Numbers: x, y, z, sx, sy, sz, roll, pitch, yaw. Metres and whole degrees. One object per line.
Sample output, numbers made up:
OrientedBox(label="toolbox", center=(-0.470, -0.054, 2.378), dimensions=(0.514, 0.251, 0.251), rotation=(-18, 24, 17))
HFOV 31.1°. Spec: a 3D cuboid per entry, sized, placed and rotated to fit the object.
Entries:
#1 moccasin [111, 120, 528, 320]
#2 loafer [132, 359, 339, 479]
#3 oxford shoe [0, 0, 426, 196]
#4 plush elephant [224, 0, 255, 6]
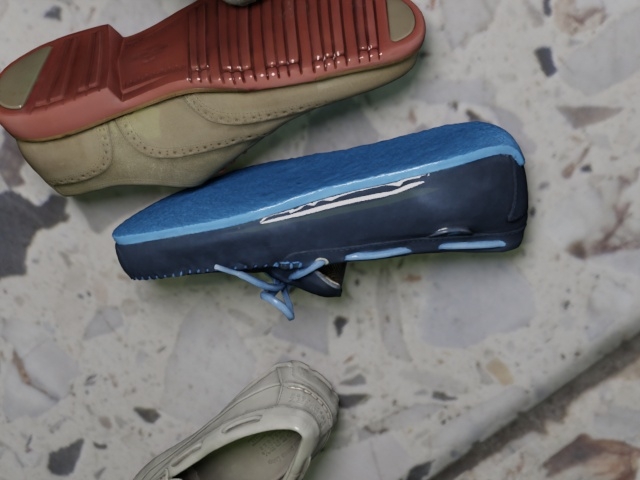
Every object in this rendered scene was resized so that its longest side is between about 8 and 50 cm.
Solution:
OrientedBox(label="moccasin", center=(0.000, 0.000, 0.932), dimensions=(0.342, 0.137, 0.116), rotation=(-10, 113, 14))
OrientedBox(label="loafer", center=(-0.108, 0.237, 1.053), dimensions=(0.112, 0.111, 0.319), rotation=(39, 112, -6))
OrientedBox(label="oxford shoe", center=(-0.081, -0.118, 0.930), dimensions=(0.348, 0.123, 0.130), rotation=(-9, 136, 11))
OrientedBox(label="plush elephant", center=(-0.122, -0.332, 0.754), dimensions=(0.255, 0.330, 0.272), rotation=(41, 113, 12))
